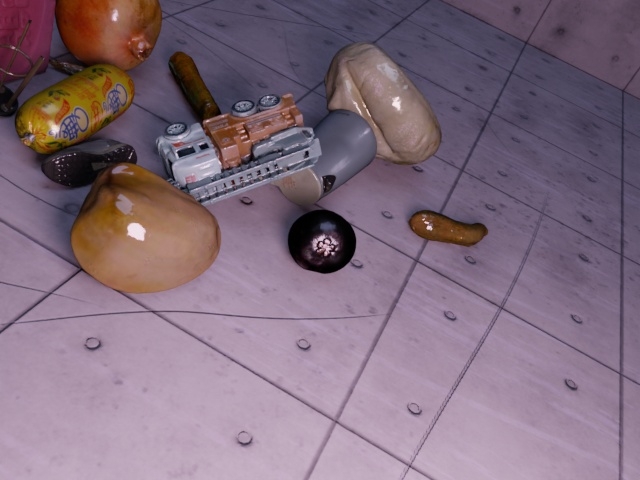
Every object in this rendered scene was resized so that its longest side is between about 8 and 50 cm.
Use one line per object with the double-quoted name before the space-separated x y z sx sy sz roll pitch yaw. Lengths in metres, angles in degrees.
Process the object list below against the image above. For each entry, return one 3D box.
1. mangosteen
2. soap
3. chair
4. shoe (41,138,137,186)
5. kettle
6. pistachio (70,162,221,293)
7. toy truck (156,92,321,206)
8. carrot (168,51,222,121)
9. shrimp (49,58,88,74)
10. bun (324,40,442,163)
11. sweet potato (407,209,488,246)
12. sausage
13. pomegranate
"mangosteen" 0.000 0.000 1.244 0.137 0.137 0.151 15 5 -12
"soap" -0.678 -0.504 1.276 0.128 0.359 0.233 37 40 11
"chair" -0.629 -0.329 1.243 0.095 0.221 0.104 50 37 -6
"shoe" -0.464 -0.160 1.225 0.077 0.074 0.194 33 35 30
"kettle" -0.016 -0.193 1.446 0.211 0.159 0.243 20 41 24
"pistachio" -0.292 -0.007 1.071 0.261 0.163 0.212 23 74 -32
"toy truck" -0.180 -0.168 1.256 0.338 0.133 0.184 -21 46 -13
"carrot" -0.317 -0.386 1.559 0.070 0.070 0.260 -7 48 -33
"shrimp" -0.587 -0.393 1.462 0.127 0.025 0.091 22 39 -8
"bun" 0.144 -0.335 1.588 0.365 0.219 0.365 47 11 -12
"sweet potato" 0.318 -0.027 1.483 0.233 0.062 0.081 9 39 -23
"sausage" -0.503 -0.279 1.291 0.123 0.123 0.347 26 37 2
"pomegranate" -0.496 -0.526 1.490 0.270 0.252 0.229 42 21 24
